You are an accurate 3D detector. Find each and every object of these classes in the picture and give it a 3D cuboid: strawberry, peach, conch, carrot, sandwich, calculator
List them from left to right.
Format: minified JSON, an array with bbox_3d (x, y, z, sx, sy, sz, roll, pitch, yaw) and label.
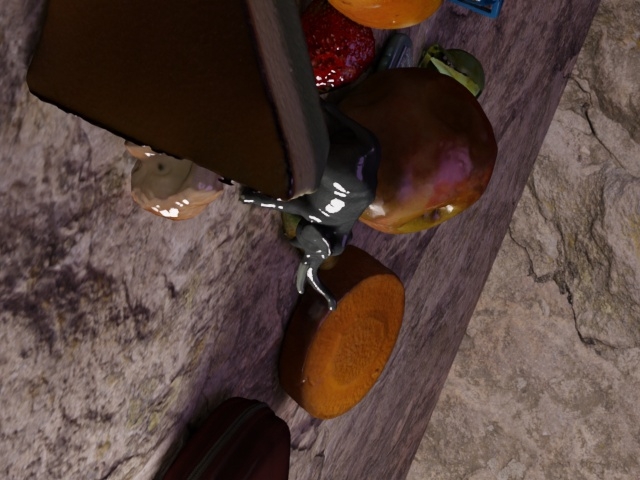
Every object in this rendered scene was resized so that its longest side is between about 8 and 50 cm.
[{"bbox_3d":[-0.074,-0.151,0.868,0.108,0.220,0.186,-23,135,-66],"label":"sandwich"},{"bbox_3d":[0.000,0.000,1.618,0.078,0.078,0.298,-63,168,-11],"label":"carrot"},{"bbox_3d":[0.008,-0.206,1.301,0.106,0.106,0.106,-57,162,-30],"label":"strawberry"},{"bbox_3d":[0.025,0.137,1.871,0.258,0.100,0.307,-62,156,-8],"label":"carrot"},{"bbox_3d":[0.097,-0.230,1.670,0.095,0.021,0.153,-67,165,4],"label":"calculator"},{"bbox_3d":[0.097,-0.102,1.545,0.235,0.214,0.214,-34,146,-50],"label":"peach"},{"bbox_3d":[0.196,-0.244,1.879,0.200,0.079,0.095,3,124,-55],"label":"conch"}]

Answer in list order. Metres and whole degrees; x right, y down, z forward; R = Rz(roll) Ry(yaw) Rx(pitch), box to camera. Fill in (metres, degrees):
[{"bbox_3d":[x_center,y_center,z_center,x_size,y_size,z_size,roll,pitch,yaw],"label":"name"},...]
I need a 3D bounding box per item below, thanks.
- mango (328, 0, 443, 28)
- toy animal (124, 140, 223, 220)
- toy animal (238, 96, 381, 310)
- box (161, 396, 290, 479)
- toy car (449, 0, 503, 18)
[{"bbox_3d":[0.067,-0.295,1.234,0.257,0.138,0.187,32,47,-64],"label":"mango"},{"bbox_3d":[-0.094,-0.081,1.123,0.184,0.104,0.185,76,37,-64],"label":"toy animal"},{"bbox_3d":[-0.013,-0.043,1.376,0.082,0.137,0.269,-53,165,-47],"label":"toy animal"},{"bbox_3d":[-0.136,0.383,1.642,0.263,0.108,0.404,-52,159,-40],"label":"box"},{"bbox_3d":[0.231,-0.377,1.754,0.191,0.097,0.100,-47,157,-48],"label":"toy car"}]
